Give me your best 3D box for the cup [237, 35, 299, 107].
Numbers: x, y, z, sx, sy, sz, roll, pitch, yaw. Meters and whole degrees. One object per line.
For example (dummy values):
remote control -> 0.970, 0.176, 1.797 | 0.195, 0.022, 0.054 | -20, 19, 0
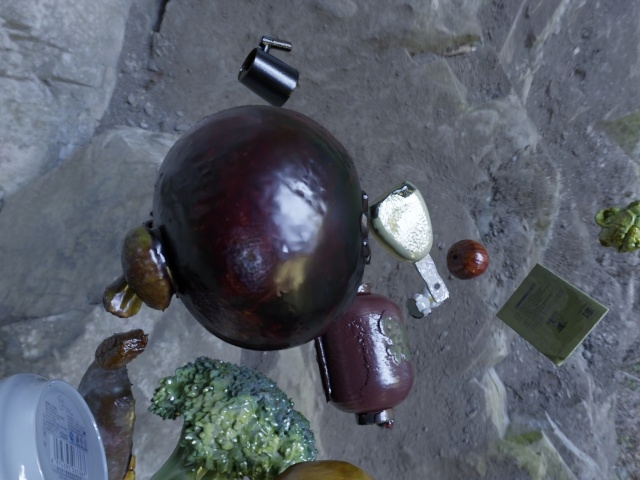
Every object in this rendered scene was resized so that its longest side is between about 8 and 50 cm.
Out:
cup -> -0.194, -0.637, 1.819 | 0.166, 0.177, 0.239 | -31, 43, 46

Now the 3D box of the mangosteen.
mangosteen -> -0.083, -0.013, 0.593 | 0.294, 0.297, 0.296 | 0, 94, 23

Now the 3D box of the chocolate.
chocolate -> -0.470, 0.398, 1.036 | 0.185, 0.101, 0.303 | 38, 122, 41

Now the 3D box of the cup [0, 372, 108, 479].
cup -> -0.477, 0.284, 0.592 | 0.327, 0.237, 0.322 | -21, 93, -9

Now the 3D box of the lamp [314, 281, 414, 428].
lamp -> 0.071, 0.203, 0.863 | 0.180, 0.180, 0.257 | -13, 74, 17

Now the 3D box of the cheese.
cheese -> 0.182, 0.014, 0.946 | 0.127, 0.054, 0.251 | -33, 103, -14

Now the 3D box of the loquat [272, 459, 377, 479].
loquat -> -0.003, 0.348, 0.558 | 0.188, 0.234, 0.175 | -3, 77, -2

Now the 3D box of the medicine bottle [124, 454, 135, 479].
medicine bottle -> -0.503, 0.632, 1.181 | 0.096, 0.096, 0.191 | -17, 61, 17

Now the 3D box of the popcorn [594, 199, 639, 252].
popcorn -> 0.823, -0.033, 1.304 | 0.163, 0.141, 0.135 | -4, 65, 4

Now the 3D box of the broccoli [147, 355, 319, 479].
broccoli -> -0.150, 0.318, 0.808 | 0.288, 0.260, 0.235 | 16, 109, 46

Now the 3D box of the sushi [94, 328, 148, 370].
sushi -> -0.323, 0.179, 0.790 | 0.118, 0.060, 0.061 | -17, 73, 34

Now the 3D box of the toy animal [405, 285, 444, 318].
toy animal -> 0.298, 0.168, 1.354 | 0.071, 0.124, 0.085 | 49, 146, 17

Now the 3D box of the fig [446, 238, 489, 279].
fig -> 0.442, 0.062, 1.458 | 0.129, 0.150, 0.128 | -7, 72, 21

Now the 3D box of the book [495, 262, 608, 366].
book -> 0.530, 0.168, 1.128 | 0.167, 0.013, 0.192 | -56, 43, 12
